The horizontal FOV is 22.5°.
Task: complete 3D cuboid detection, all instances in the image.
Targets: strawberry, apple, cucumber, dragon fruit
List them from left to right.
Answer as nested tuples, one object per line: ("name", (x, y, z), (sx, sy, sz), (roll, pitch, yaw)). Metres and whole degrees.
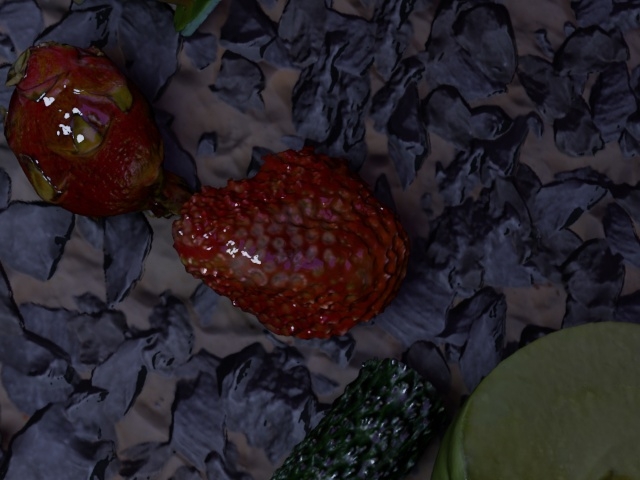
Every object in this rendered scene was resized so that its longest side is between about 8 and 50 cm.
("dragon fruit", (-0.165, -0.067, 1.346), (0.246, 0.125, 0.125), (37, 92, -38))
("cucumber", (-0.025, 0.248, 1.337), (0.096, 0.096, 0.359), (46, 61, -10))
("strawberry", (0.002, 0.007, 1.388), (0.236, 0.107, 0.175), (-33, 112, -42))
("apple", (0.254, 0.255, 1.386), (0.360, 0.320, 0.311), (8, 111, -21))

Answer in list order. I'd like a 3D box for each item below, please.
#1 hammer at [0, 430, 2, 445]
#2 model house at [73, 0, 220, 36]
("hammer", (-0.386, 0.129, 1.206), (0.292, 0.058, 0.029), (13, 69, -20))
("model house", (-0.192, -0.397, 1.354), (0.313, 0.242, 0.357), (13, 71, -23))
